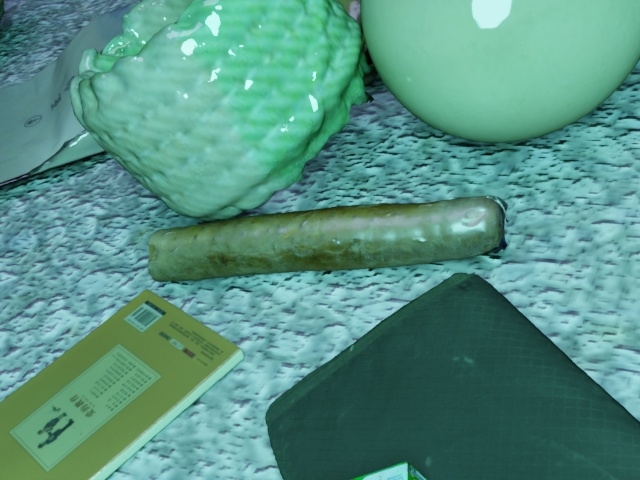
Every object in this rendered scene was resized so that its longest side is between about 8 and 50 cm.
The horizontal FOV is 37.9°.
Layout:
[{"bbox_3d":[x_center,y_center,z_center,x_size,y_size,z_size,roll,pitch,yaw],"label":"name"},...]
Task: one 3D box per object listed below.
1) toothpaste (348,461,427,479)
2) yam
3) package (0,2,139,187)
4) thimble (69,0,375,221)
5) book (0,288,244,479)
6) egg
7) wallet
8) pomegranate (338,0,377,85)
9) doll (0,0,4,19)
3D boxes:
[{"bbox_3d":[0.012,0.130,0.456,0.083,0.020,0.017,-25,37,25],"label":"toothpaste"},{"bbox_3d":[0.000,0.000,0.653,0.264,0.046,0.046,-6,40,20],"label":"yam"},{"bbox_3d":[-0.223,-0.151,0.935,0.251,0.062,0.204,-28,38,1],"label":"package"},{"bbox_3d":[-0.077,-0.122,0.709,0.219,0.150,0.219,-33,27,19],"label":"thimble"},{"bbox_3d":[-0.148,0.105,0.617,0.172,0.012,0.118,-40,41,-24],"label":"book"},{"bbox_3d":[0.139,-0.189,0.682,0.219,0.219,0.269,-4,45,21],"label":"egg"},{"bbox_3d":[0.071,0.116,0.475,0.168,0.052,0.245,-34,33,-2],"label":"wallet"},{"bbox_3d":[0.040,-0.259,0.863,0.202,0.202,0.248,-7,69,16],"label":"pomegranate"},{"bbox_3d":[-0.552,-0.319,1.146,0.349,0.247,0.247,6,44,41],"label":"doll"}]
